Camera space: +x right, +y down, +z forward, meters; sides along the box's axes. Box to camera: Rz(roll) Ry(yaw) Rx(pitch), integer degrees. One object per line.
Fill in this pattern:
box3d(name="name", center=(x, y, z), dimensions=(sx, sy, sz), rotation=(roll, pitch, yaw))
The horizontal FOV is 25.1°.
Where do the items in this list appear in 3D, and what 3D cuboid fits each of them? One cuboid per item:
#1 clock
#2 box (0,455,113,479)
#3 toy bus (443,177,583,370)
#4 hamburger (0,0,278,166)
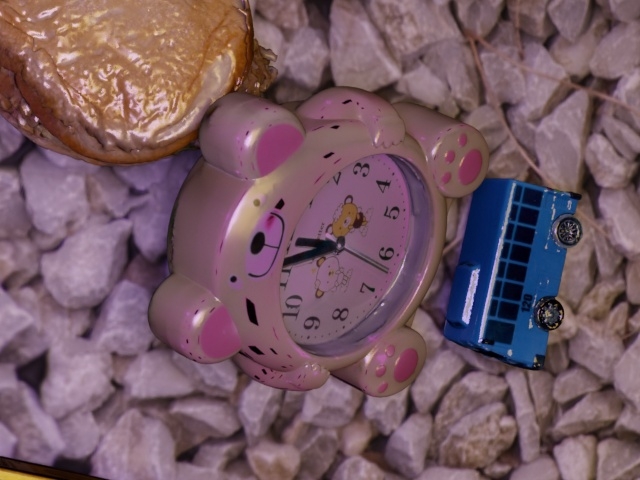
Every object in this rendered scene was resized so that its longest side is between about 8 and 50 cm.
box3d(name="clock", center=(0.000, 0.000, 1.308), dimensions=(0.309, 0.114, 0.284), rotation=(6, 106, -47))
box3d(name="box", center=(-0.276, 0.299, 1.297), dimensions=(0.301, 0.084, 0.193), rotation=(17, 88, -22))
box3d(name="toy bus", center=(0.192, 0.033, 1.464), dimensions=(0.106, 0.090, 0.185), rotation=(14, 87, -22))
box3d(name="hamburger", center=(-0.169, -0.185, 1.275), dimensions=(0.286, 0.146, 0.243), rotation=(0, 88, -15))
